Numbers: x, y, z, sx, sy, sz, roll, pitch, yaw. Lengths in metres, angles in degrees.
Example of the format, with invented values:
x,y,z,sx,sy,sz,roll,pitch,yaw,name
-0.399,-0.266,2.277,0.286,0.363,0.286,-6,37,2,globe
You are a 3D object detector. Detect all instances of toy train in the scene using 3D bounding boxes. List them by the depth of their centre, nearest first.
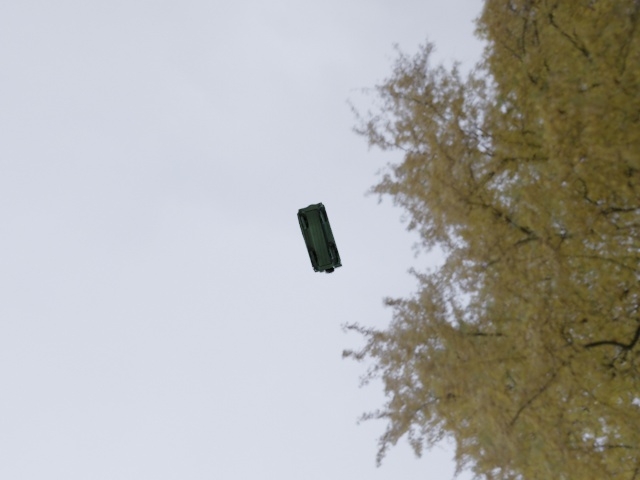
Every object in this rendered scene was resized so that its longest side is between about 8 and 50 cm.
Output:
x,y,z,sx,sy,sz,roll,pitch,yaw,name
0.000,0.000,0.772,0.038,0.056,0.093,-18,-103,3,toy train
